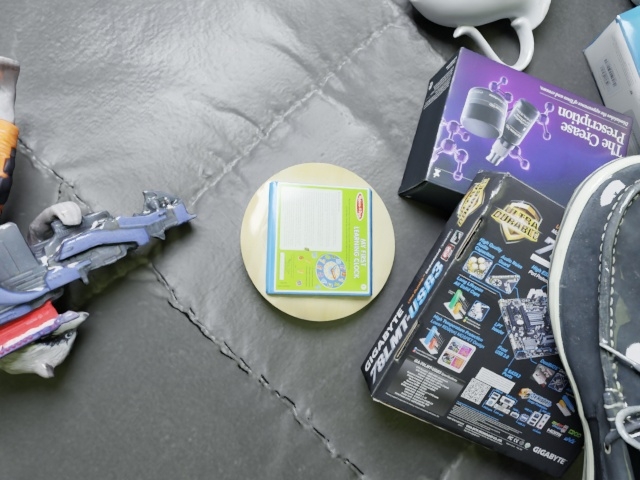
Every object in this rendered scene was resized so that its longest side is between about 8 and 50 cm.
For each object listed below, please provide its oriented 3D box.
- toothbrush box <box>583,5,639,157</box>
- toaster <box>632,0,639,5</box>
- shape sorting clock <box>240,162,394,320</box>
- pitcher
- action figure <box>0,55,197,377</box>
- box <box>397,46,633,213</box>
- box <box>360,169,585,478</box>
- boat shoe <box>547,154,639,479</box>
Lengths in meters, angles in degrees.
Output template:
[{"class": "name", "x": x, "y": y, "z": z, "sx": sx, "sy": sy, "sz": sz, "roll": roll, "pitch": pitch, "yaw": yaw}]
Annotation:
[{"class": "toothbrush box", "x": 0.571, "y": -0.251, "z": 0.550, "sx": 0.295, "sy": 0.126, "sz": 0.216, "roll": -22, "pitch": 89, "yaw": 15}, {"class": "toaster", "x": 0.544, "y": -0.458, "z": 0.592, "sx": 0.227, "sy": 0.129, "sz": 0.147, "roll": -7, "pitch": 87, "yaw": 31}, {"class": "shape sorting clock", "x": 0.000, "y": 0.000, "z": 0.528, "sx": 0.206, "sy": 0.040, "sz": 0.206, "roll": 2, "pitch": 81, "yaw": -10}, {"class": "pitcher", "x": 0.225, "y": -0.334, "z": 0.563, "sx": 0.207, "sy": 0.125, "sz": 0.178, "roll": -2, "pitch": 101, "yaw": -21}, {"class": "action figure", "x": -0.333, "y": -0.015, "z": 0.444, "sx": 0.341, "sy": 0.178, "sz": 0.330, "roll": -21, "pitch": 97, "yaw": -38}, {"class": "box", "x": 0.263, "y": -0.114, "z": 0.554, "sx": 0.261, "sy": 0.103, "sz": 0.184, "roll": 17, "pitch": 85, "yaw": -8}, {"class": "box", "x": 0.248, "y": 0.111, "z": 0.495, "sx": 0.295, "sy": 0.073, "sz": 0.293, "roll": 26, "pitch": 98, "yaw": -11}, {"class": "boat shoe", "x": 0.329, "y": 0.163, "z": 0.363, "sx": 0.186, "sy": 0.156, "sz": 0.500, "roll": 1, "pitch": 85, "yaw": 0}]
